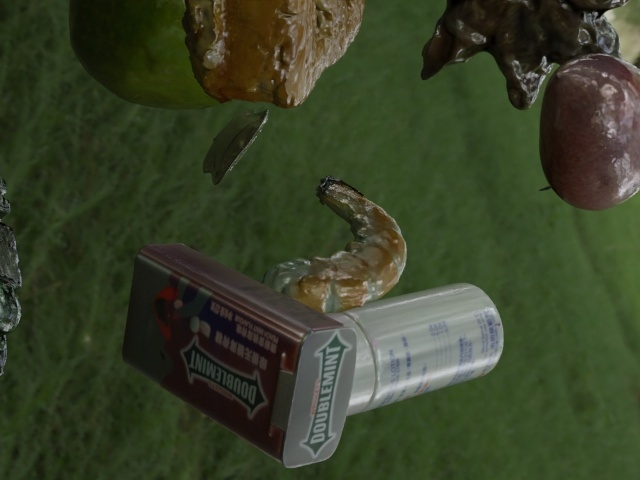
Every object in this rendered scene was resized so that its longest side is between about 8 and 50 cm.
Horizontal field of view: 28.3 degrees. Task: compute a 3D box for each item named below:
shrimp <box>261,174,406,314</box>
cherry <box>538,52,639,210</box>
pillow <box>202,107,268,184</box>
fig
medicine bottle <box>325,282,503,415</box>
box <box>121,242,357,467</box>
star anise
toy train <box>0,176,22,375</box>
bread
[{"bbox_3d":[0.000,0.000,1.222,0.049,0.161,0.166,96,-22,-48],"label":"shrimp"},{"bbox_3d":[0.200,-0.075,0.899,0.126,0.086,0.106,25,83,-71],"label":"cherry"},{"bbox_3d":[-0.129,-0.141,1.849,0.033,0.130,0.217,36,-1,-15],"label":"pillow"},{"bbox_3d":[-0.126,-0.214,1.327,0.275,0.206,0.206,31,-14,38],"label":"fig"},{"bbox_3d":[0.066,0.142,1.569,0.340,0.130,0.130,-11,76,-38],"label":"medicine bottle"},{"bbox_3d":[-0.074,0.088,1.051,0.069,0.224,0.120,-5,109,-44],"label":"box"},{"bbox_3d":[0.221,-0.277,1.303,0.108,0.315,0.315,-28,96,-55],"label":"star anise"},{"bbox_3d":[-0.217,0.034,0.588,0.071,0.170,0.111,39,34,-63],"label":"toy train"},{"bbox_3d":[-0.043,-0.283,0.863,0.185,0.109,0.381,-49,145,-49],"label":"bread"}]
